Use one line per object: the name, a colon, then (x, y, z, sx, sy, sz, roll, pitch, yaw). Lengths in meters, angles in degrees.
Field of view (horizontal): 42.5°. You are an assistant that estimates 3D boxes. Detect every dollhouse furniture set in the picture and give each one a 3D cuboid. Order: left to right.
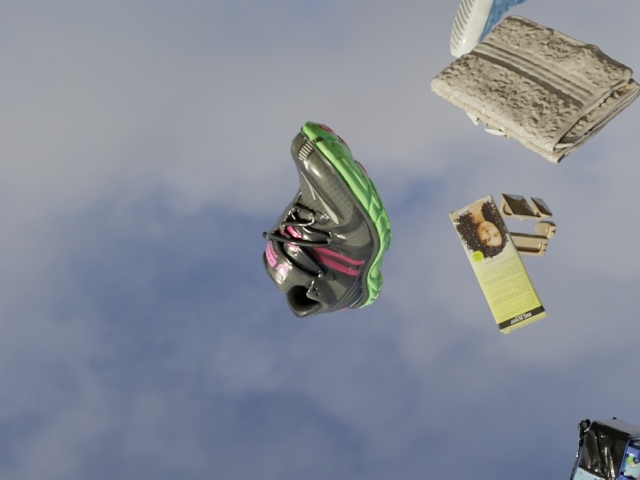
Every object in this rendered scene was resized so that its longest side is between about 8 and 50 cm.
dollhouse furniture set: (0.511, -0.016, 2.023, 0.144, 0.151, 0.123, 6, -154, -6)

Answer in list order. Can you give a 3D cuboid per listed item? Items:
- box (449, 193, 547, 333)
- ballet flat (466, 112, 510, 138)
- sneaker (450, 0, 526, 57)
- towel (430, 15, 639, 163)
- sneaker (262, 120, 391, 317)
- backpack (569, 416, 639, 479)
box: (0.312, 0.041, 1.451, 0.087, 0.058, 0.232, -27, -109, 13)
ballet flat: (0.409, -0.301, 2.035, 0.168, 0.057, 0.052, 31, -100, 29)
sneaker: (0.380, -0.506, 1.609, 0.150, 0.366, 0.135, 24, 178, -7)
towel: (0.316, -0.235, 1.232, 0.187, 0.049, 0.282, -40, -132, -11)
sneaker: (0.000, 0.000, 1.413, 0.202, 0.483, 0.185, -23, -126, -12)
backpack: (0.471, 0.382, 1.319, 0.117, 0.173, 0.158, 18, -177, 41)
